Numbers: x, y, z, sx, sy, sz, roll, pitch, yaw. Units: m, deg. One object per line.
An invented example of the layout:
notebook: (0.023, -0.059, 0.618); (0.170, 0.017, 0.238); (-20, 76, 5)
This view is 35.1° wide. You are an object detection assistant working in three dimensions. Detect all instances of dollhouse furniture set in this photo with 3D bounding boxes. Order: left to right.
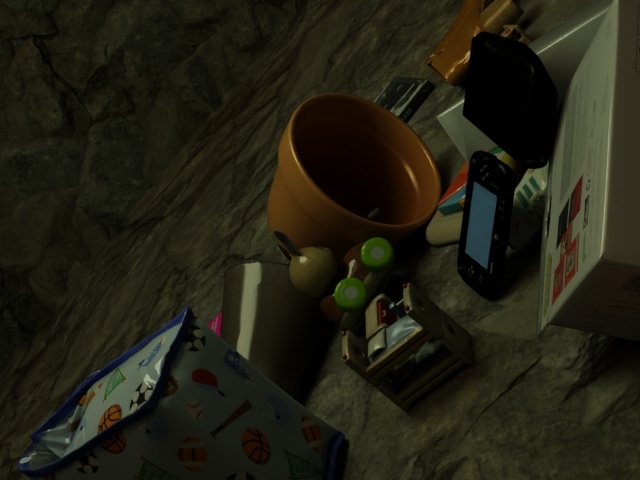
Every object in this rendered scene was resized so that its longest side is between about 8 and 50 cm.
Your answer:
dollhouse furniture set: (0.117, 0.115, 1.432); (0.129, 0.129, 0.183); (-41, 23, 22)

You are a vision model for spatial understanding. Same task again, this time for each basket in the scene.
basket: (-0.090, 0.171, 1.704); (0.154, 0.204, 0.226); (101, -178, -54)

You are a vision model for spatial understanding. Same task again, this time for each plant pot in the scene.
plant pot: (0.036, -0.083, 1.757); (0.203, 0.291, 0.291); (-52, 14, 45)

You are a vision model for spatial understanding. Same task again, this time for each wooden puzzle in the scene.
wooden puzzle: (0.277, -0.108, 1.605); (0.221, 0.044, 0.238); (-15, 40, 55)

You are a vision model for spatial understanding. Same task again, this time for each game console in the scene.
game console: (0.238, -0.090, 1.366); (0.213, 0.044, 0.361); (-119, 29, -63)

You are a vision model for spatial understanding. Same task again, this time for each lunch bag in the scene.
lunch bag: (-0.213, 0.324, 1.461); (0.385, 0.328, 0.239); (-38, 20, 32)

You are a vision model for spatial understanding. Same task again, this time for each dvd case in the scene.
dvd case: (0.126, -0.250, 2.158); (0.238, 0.029, 0.179); (-52, 21, -3)

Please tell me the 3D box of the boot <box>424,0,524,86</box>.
boot: (0.289, -0.433, 2.044); (0.211, 0.104, 0.295); (-44, 24, 18)

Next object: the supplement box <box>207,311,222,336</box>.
supplement box: (-0.191, 0.232, 1.870); (0.220, 0.114, 0.111); (-42, 23, 23)

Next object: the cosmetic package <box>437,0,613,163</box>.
cosmetic package: (0.386, -0.280, 1.481); (0.377, 0.097, 0.284); (-30, 10, 43)

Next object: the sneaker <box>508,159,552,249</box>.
sneaker: (0.312, -0.059, 1.437); (0.161, 0.057, 0.075); (-57, 17, -25)

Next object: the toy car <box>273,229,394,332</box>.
toy car: (0.009, 0.040, 1.617); (0.149, 0.188, 0.155); (-56, -11, -16)

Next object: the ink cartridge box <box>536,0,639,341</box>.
ink cartridge box: (0.337, -0.060, 1.114); (0.272, 0.130, 0.309); (98, -178, -68)

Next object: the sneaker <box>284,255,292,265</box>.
sneaker: (0.000, 0.000, 1.896); (0.135, 0.098, 0.276); (-48, 20, 12)

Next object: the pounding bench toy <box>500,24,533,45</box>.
pounding bench toy: (0.348, -0.366, 1.883); (0.065, 0.052, 0.083); (-51, 21, -2)
